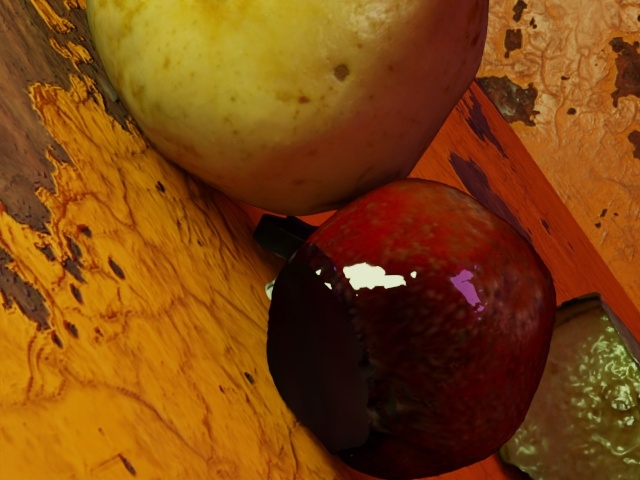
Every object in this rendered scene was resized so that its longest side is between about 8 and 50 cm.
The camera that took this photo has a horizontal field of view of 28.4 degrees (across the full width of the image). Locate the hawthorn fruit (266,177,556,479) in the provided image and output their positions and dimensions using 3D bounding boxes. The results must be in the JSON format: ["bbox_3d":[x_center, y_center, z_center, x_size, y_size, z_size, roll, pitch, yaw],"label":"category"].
[{"bbox_3d":[0.076,0.059,0.958,0.215,0.215,0.250,52,36,-10],"label":"hawthorn fruit"}]

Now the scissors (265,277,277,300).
[{"bbox_3d":[0.005,0.054,1.094,0.101,0.027,0.204,57,15,19],"label":"scissors"}]

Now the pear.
[{"bbox_3d":[0.315,0.226,1.362,0.286,0.176,0.282,63,16,21],"label":"pear"}]

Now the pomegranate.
[{"bbox_3d":[-0.026,-0.190,1.019,0.342,0.342,0.342,48,18,-21],"label":"pomegranate"}]

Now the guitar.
[{"bbox_3d":[0.000,0.000,1.155,0.088,0.025,0.233,27,9,7],"label":"guitar"}]
